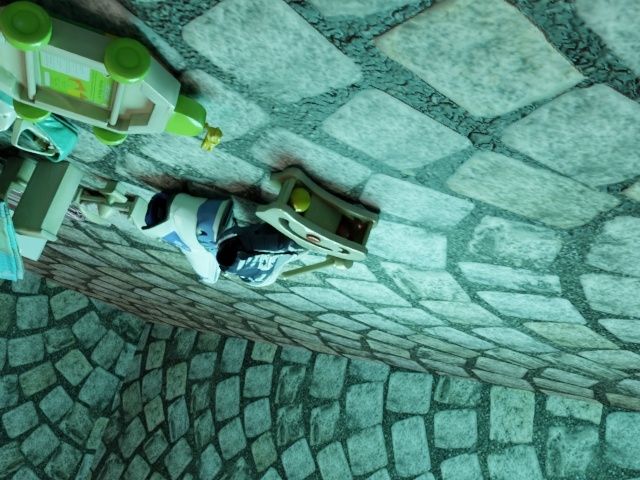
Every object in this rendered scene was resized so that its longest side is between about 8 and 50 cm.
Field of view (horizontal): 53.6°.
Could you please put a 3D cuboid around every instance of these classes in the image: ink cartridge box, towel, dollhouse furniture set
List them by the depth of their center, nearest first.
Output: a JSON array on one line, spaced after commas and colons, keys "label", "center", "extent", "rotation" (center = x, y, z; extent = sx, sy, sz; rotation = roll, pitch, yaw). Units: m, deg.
[{"label": "towel", "center": [-0.790, -0.007, 1.343], "extent": [0.271, 0.040, 0.370], "rotation": [4, 152, -18]}, {"label": "dollhouse furniture set", "center": [-0.565, -0.032, 1.536], "extent": [0.303, 0.174, 0.355], "rotation": [9, 160, 26]}, {"label": "towel", "center": [-0.838, -0.117, 1.775], "extent": [0.328, 0.037, 0.237], "rotation": [4, 160, 41]}, {"label": "ink cartridge box", "center": [-1.012, -0.040, 1.985], "extent": [0.278, 0.117, 0.201], "rotation": [9, 164, 41]}]

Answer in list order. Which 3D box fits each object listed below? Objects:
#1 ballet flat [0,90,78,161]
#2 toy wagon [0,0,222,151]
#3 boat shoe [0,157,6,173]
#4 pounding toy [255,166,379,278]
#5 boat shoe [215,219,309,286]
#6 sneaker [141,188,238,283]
[{"label": "ballet flat", "center": [-0.519, -0.211, 1.091], "extent": [0.083, 0.087, 0.247], "rotation": [9, 160, 27]}, {"label": "toy wagon", "center": [-0.302, -0.211, 0.888], "extent": [0.344, 0.068, 0.267], "rotation": [15, 165, -20]}, {"label": "boat shoe", "center": [-0.767, -0.170, 1.537], "extent": [0.046, 0.038, 0.125], "rotation": [-29, 158, 5]}, {"label": "pounding toy", "center": [0.000, 0.000, 1.118], "extent": [0.154, 0.155, 0.269], "rotation": [7, 160, 43]}, {"label": "boat shoe", "center": [-0.158, 0.028, 1.329], "extent": [0.158, 0.127, 0.340], "rotation": [-9, 166, -27]}, {"label": "sneaker", "center": [-0.287, -0.029, 1.391], "extent": [0.182, 0.128, 0.316], "rotation": [21, 156, 2]}]
